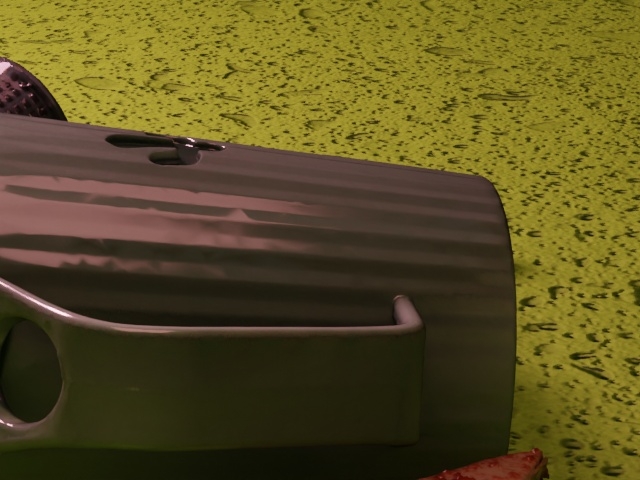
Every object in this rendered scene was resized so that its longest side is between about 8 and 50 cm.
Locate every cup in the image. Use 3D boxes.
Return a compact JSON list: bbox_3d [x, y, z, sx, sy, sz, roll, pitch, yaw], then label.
[{"bbox_3d":[-0.077,0.095,1.288,0.392,0.310,0.401,2,32,-6],"label":"cup"}]

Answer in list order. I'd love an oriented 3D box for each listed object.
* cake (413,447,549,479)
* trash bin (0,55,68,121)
[{"bbox_3d":[0.074,0.233,1.115,0.262,0.158,0.159,-12,29,-32],"label":"cake"},{"bbox_3d":[-0.367,-0.083,1.924,0.175,0.175,0.161,16,36,34],"label":"trash bin"}]
